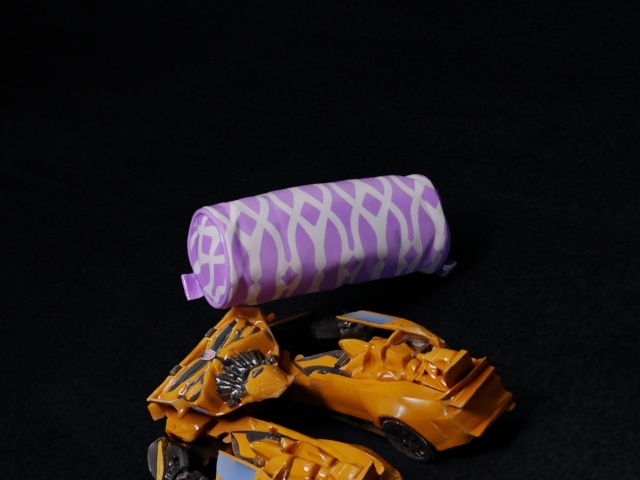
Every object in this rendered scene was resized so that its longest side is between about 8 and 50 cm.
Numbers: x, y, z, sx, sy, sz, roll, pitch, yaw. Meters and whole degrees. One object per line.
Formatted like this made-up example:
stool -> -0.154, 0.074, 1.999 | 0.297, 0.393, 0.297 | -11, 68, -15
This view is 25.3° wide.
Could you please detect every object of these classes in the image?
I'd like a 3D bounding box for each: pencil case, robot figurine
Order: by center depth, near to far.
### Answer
robot figurine -> -0.012, 0.121, 1.025 | 0.291, 0.085, 0.211 | 9, 50, 50
pencil case -> 0.000, 0.000, 1.106 | 0.206, 0.086, 0.088 | -7, -18, -24
